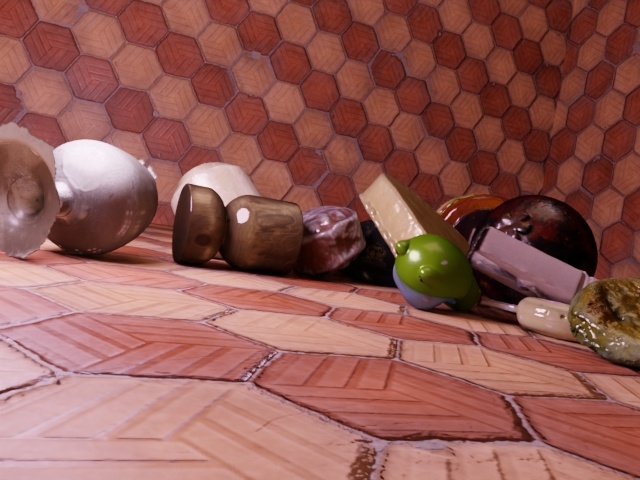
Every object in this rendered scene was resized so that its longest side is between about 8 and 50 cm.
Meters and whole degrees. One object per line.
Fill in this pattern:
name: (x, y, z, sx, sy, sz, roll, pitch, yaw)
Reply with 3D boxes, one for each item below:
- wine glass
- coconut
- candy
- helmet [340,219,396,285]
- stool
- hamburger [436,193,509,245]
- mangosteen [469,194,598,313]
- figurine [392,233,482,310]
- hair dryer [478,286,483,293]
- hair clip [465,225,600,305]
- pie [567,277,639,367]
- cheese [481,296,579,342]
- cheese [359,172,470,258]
wine glass: (-0.459, -0.084, 1.059, 0.237, 0.238, 0.323, 9, 7, 12)
coconut: (-0.265, -0.068, 1.519, 0.237, 0.266, 0.237, -30, -10, -6)
candy: (0.000, 0.000, 1.478, 0.214, 0.157, 0.289, -24, 14, -16)
helmet: (0.160, 0.025, 1.600, 0.230, 0.161, 0.279, 16, 10, 6)
stool: (-0.191, -0.021, 1.302, 0.264, 0.179, 0.179, 9, 2, -24)
hamburger: (0.499, 0.005, 1.800, 0.329, 0.330, 0.250, 9, 7, 6)
mangosteen: (0.502, 0.042, 1.347, 0.310, 0.312, 0.311, 9, 2, 0)
figurine: (0.249, 0.074, 1.163, 0.263, 0.143, 0.162, 25, 26, -46)
hair dryer: (0.478, 0.117, 1.563, 0.236, 0.131, 0.073, -4, 1, 13)
hair clip: (0.456, 0.084, 1.140, 0.330, 0.085, 0.101, 30, -30, 12)
pie: (0.538, 0.139, 0.890, 0.276, 0.079, 0.277, 3, 24, -1)
cheese: (0.415, 0.140, 1.079, 0.137, 0.065, 0.227, 12, 0, -45)
cheese: (0.251, -0.026, 1.478, 0.384, 0.104, 0.384, 38, 22, -18)
